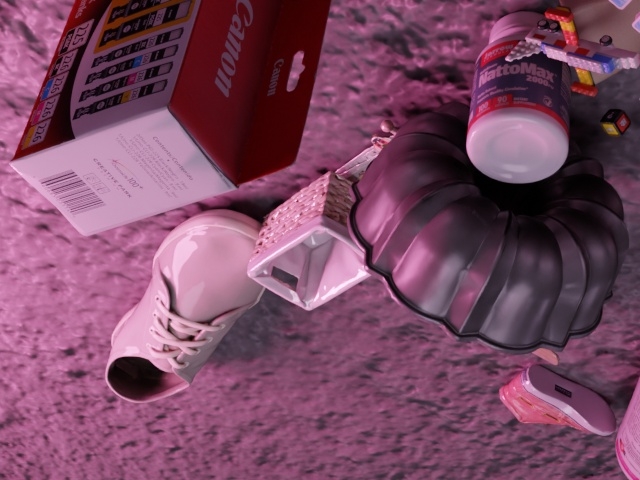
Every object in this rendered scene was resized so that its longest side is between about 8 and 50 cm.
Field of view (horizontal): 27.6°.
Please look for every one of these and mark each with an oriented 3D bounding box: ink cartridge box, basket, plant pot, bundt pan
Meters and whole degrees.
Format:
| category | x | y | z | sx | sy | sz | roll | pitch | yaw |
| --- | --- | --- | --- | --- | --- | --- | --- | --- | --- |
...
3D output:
| category | x | y | z | sx | sy | sz | roll | pitch | yaw |
| --- | --- | --- | --- | --- | --- | --- | --- | --- | --- |
| ink cartridge box | -0.144 | -0.187 | 1.366 | 0.272 | 0.309 | 0.130 | -15 | 135 | 28 |
| basket | 0.000 | 0.000 | 1.700 | 0.113 | 0.103 | 0.167 | 32 | 140 | -25 |
| plant pot | 0.304 | -0.245 | 1.363 | 0.096 | 0.109 | 0.109 | -18 | 135 | 14 |
| bundt pan | 0.202 | -0.036 | 1.473 | 0.331 | 0.331 | 0.124 | 16 | 134 | -7 |

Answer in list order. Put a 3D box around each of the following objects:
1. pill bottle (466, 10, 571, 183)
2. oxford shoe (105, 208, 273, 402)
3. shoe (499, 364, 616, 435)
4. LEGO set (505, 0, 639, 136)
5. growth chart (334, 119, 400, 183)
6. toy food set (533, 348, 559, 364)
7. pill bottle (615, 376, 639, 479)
| category | x | y | z | sx | sy | sz | roll | pitch | yaw |
| --- | --- | --- | --- | --- | --- | --- | --- | --- | --- |
| pill bottle | 0.218 | -0.161 | 1.419 | 0.108 | 0.180 | 0.108 | 6 | 141 | 5 |
| oxford shoe | -0.195 | 0.109 | 1.892 | 0.169 | 0.130 | 0.449 | 25 | 138 | -15 |
| shoe | 0.363 | 0.256 | 2.000 | 0.178 | 0.063 | 0.081 | 30 | 139 | -15 |
| LEGO set | 0.292 | -0.168 | 1.259 | 0.182 | 0.060 | 0.244 | 40 | 163 | 0 |
| growth chart | 0.088 | -0.059 | 1.703 | 0.172 | 0.021 | 0.237 | 28 | 140 | -20 |
| toy food set | 0.295 | 0.059 | 1.774 | 0.128 | 0.071 | 0.218 | 24 | 144 | 22 |
| pill bottle | 0.526 | 0.238 | 1.857 | 0.160 | 0.160 | 0.283 | 7 | 142 | 4 |
